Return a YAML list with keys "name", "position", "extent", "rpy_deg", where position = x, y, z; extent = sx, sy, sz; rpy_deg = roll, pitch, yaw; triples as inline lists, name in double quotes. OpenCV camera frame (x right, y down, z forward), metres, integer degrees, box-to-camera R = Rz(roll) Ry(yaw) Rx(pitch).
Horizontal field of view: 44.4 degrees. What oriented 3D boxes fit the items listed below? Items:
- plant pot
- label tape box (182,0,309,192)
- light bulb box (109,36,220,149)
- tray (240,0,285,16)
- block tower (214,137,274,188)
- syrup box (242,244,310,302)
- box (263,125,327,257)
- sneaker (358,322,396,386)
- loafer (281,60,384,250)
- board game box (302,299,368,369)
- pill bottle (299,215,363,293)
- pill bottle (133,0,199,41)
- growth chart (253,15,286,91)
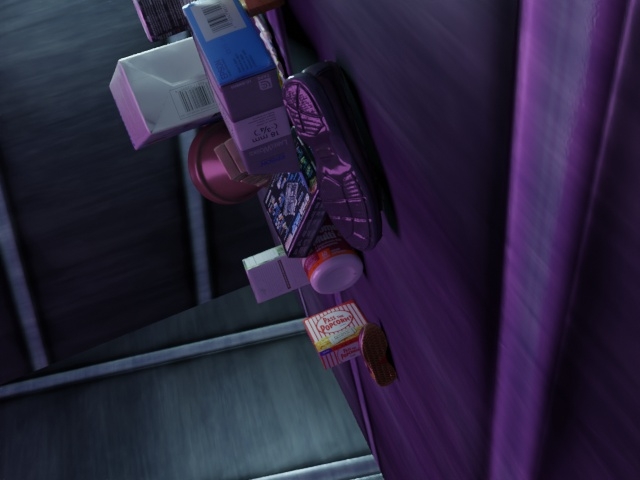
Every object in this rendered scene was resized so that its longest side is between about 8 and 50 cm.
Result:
- name: "plant pot"
  position: [-0.225, -0.238, 2.335]
  extent: [0.229, 0.263, 0.263]
  rpy_deg: [2, 117, 51]
- name: "label tape box"
  position: [-0.135, -0.253, 1.462]
  extent: [0.333, 0.106, 0.240]
  rpy_deg: [75, 170, -53]
- name: "light bulb box"
  position: [-0.407, -0.445, 2.321]
  extent: [0.225, 0.358, 0.361]
  rpy_deg: [69, 162, -6]
- name: "tray"
  position: [-0.170, -0.561, 1.501]
  extent: [0.411, 0.076, 0.202]
  rpy_deg: [-123, 12, -63]
- name: "block tower"
  position: [-0.153, -0.199, 2.023]
  extent: [0.097, 0.091, 0.335]
  rpy_deg: [61, -167, 7]
- name: "syrup box"
  position: [-0.060, 0.057, 1.892]
  extent: [0.093, 0.237, 0.096]
  rpy_deg: [-129, 20, -71]
- name: "box"
  position: [-0.042, -0.099, 1.625]
  extent: [0.175, 0.051, 0.220]
  rpy_deg: [64, 142, 38]
- name: "sneaker"
  position: [0.119, 0.254, 1.821]
  extent: [0.084, 0.070, 0.185]
  rpy_deg: [49, 160, 56]
- name: "loafer"
  position: [0.043, -0.129, 1.202]
  extent: [0.109, 0.095, 0.302]
  rpy_deg: [6, 127, 48]
- name: "board game box"
  position: [0.049, 0.236, 1.994]
  extent: [0.193, 0.147, 0.045]
  rpy_deg: [-126, 15, -63]
- name: "pill bottle"
  position: [0.000, 0.000, 1.728]
  extent: [0.121, 0.121, 0.221]
  rpy_deg: [77, 169, -54]
- name: "pill bottle"
  position: [-0.317, -0.577, 1.882]
  extent: [0.130, 0.246, 0.130]
  rpy_deg: [158, 90, -82]
- name: "growth chart"
  position: [-0.101, -0.389, 1.729]
  extent: [0.172, 0.021, 0.237]
  rpy_deg: [-118, 7, -48]
